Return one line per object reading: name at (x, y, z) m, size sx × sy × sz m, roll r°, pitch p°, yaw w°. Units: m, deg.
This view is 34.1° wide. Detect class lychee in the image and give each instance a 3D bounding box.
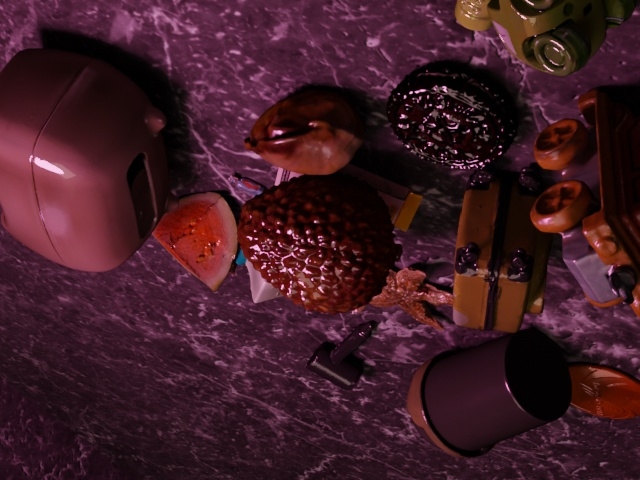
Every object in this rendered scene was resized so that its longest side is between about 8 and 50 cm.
lychee at (0.000, 0.000, 1.671) m, size 0.271 × 0.236 × 0.236 m, roll 17°, pitch 151°, yaw -9°

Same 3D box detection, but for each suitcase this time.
suitcase at (0.282, 0.020, 1.608) m, size 0.143 × 0.194 × 0.235 m, roll 7°, pitch 147°, yaw 10°

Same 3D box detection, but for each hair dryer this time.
hair dryer at (0.070, 0.234, 2.231) m, size 0.114 × 0.070 × 0.248 m, roll 31°, pitch 140°, yaw -8°

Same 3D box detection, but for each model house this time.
model house at (-0.084, 0.022, 1.940) m, size 0.127 × 0.149 × 0.100 m, roll -14°, pitch 160°, yaw -22°

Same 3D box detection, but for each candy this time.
candy at (-0.128, -0.094, 1.886) m, size 0.083 × 0.020 × 0.030 m, roll 26°, pitch 150°, yaw -7°

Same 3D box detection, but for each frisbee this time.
frisbee at (0.539, 0.300, 2.015) m, size 0.192 × 0.035 × 0.192 m, roll 18°, pitch 150°, yaw 11°

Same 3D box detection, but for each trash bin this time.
trash bin at (0.307, 0.303, 2.015) m, size 0.214 × 0.214 × 0.334 m, roll 37°, pitch 142°, yaw -20°

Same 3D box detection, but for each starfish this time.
starfish at (0.157, 0.105, 1.956) m, size 0.236 × 0.062 × 0.277 m, roll 32°, pitch 147°, yaw -14°

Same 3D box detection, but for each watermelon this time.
watermelon at (-0.228, -0.018, 1.988) m, size 0.193 × 0.145 × 0.137 m, roll 41°, pitch 174°, yaw 8°

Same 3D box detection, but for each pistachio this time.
pistachio at (-0.030, -0.165, 1.617) m, size 0.210 × 0.130 × 0.165 m, roll -2°, pitch -179°, yaw 36°

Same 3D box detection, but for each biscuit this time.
biscuit at (0.189, -0.175, 1.506) m, size 0.195 × 0.053 × 0.194 m, roll 18°, pitch 148°, yaw 11°

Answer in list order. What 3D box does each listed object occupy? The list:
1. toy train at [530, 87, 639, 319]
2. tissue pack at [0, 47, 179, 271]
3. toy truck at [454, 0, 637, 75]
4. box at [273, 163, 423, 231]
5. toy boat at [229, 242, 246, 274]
toy train at (0.392, -0.055, 1.274) m, size 0.232 × 0.369 × 0.163 m, roll -24°, pitch 118°, yaw 27°
tissue pack at (-0.409, -0.124, 1.795) m, size 0.277 × 0.267 × 0.387 m, roll 21°, pitch 148°, yaw 13°
toy truck at (0.244, -0.301, 1.203) m, size 0.210 × 0.148 × 0.187 m, roll 32°, pitch 154°, yaw 30°
box at (0.043, -0.083, 1.771) m, size 0.247 × 0.033 × 0.129 m, roll 23°, pitch 149°, yaw 3°
toy boat at (-0.183, 0.028, 2.064) m, size 0.206 × 0.072 × 0.064 m, roll 18°, pitch 148°, yaw 9°
